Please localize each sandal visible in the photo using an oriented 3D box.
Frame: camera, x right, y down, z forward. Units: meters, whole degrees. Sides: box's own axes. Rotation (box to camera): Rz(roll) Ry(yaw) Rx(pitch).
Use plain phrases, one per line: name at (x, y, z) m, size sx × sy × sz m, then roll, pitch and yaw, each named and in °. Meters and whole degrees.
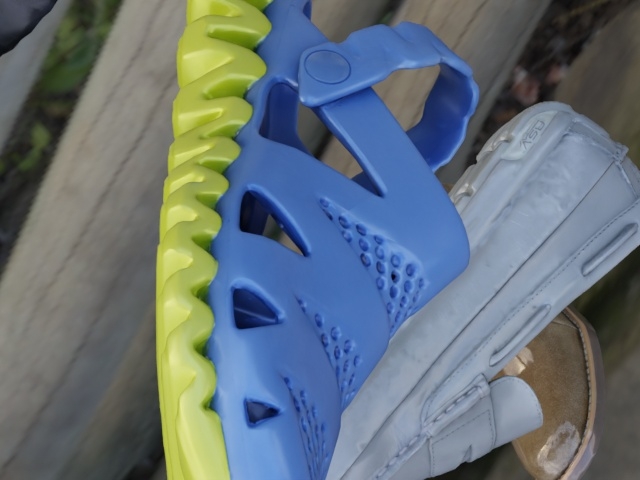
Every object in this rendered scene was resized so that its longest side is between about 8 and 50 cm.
sandal at (0.000, 0.000, 0.841) m, size 0.138 × 0.317 × 0.126 m, roll 4°, pitch 142°, yaw -1°

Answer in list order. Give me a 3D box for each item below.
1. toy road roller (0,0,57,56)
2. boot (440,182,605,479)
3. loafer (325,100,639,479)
toy road roller at (-0.149, -0.241, 0.660) m, size 0.202 × 0.329 × 0.240 m, roll 29°, pitch 112°, yaw -39°
boot at (0.135, 0.068, 1.508) m, size 0.115 × 0.305 × 0.112 m, roll 18°, pitch 125°, yaw -25°
loafer at (0.066, 0.073, 1.030) m, size 0.111 × 0.112 × 0.319 m, roll 38°, pitch 83°, yaw -3°
